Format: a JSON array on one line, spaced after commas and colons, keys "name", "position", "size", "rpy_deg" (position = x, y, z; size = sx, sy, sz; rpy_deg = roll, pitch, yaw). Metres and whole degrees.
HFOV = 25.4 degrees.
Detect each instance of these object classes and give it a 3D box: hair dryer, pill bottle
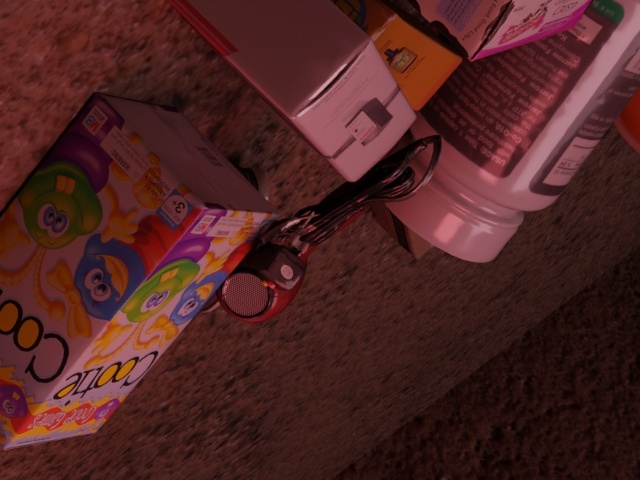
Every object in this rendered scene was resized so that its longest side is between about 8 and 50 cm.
[{"name": "hair dryer", "position": [0.000, 0.000, 1.348], "size": [0.224, 0.080, 0.293], "rpy_deg": [-34, -172, -20]}, {"name": "pill bottle", "position": [0.225, -0.164, 1.583], "size": [0.361, 0.204, 0.204], "rpy_deg": [-56, 160, 23]}]

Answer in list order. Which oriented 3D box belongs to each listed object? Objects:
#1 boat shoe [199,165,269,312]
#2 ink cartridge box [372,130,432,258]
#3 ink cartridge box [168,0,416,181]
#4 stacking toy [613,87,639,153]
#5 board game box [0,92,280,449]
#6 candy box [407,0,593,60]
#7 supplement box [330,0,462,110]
[{"name": "boat shoe", "position": [-0.118, 0.000, 1.484], "size": [0.065, 0.075, 0.206], "rpy_deg": [-2, 140, -30]}, {"name": "ink cartridge box", "position": [0.173, -0.103, 1.838], "size": [0.235, 0.088, 0.193], "rpy_deg": [-43, 161, -5]}, {"name": "ink cartridge box", "position": [-0.018, -0.150, 1.176], "size": [0.092, 0.158, 0.218], "rpy_deg": [-45, 163, 0]}, {"name": "stacking toy", "position": [0.503, -0.323, 1.818], "size": [0.350, 0.350, 0.480], "rpy_deg": [-43, 147, -2]}, {"name": "board game box", "position": [-0.194, 0.029, 1.219], "size": [0.275, 0.144, 0.142], "rpy_deg": [-50, 162, 15]}, {"name": "candy box", "position": [0.091, -0.246, 1.071], "size": [0.159, 0.233, 0.071], "rpy_deg": [-23, 152, -49]}, {"name": "supplement box", "position": [0.062, -0.193, 1.398], "size": [0.078, 0.080, 0.233], "rpy_deg": [-49, 164, 11]}]
